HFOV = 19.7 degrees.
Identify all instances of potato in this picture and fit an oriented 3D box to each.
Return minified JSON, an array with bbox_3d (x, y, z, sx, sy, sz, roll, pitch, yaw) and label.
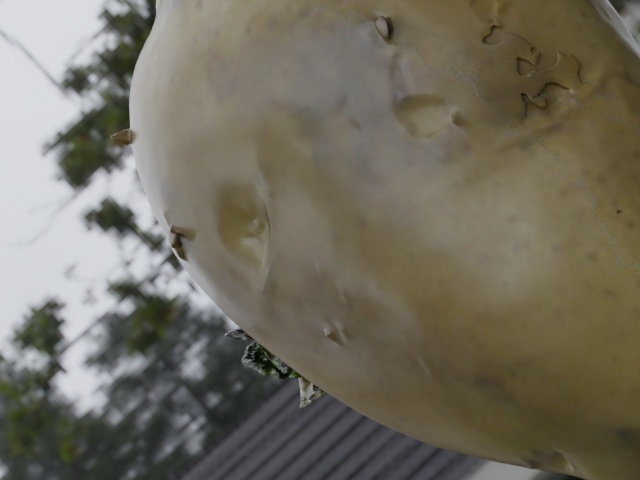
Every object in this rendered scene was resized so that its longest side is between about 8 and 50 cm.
[{"bbox_3d":[0.026,-0.017,0.536,0.128,0.235,0.161,-28,-18,-28],"label":"potato"}]

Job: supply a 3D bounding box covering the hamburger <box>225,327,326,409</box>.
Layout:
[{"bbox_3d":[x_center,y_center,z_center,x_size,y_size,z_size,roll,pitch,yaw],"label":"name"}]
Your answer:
[{"bbox_3d":[-0.001,0.004,1.087,0.093,0.164,0.189,18,-58,-26],"label":"hamburger"}]
